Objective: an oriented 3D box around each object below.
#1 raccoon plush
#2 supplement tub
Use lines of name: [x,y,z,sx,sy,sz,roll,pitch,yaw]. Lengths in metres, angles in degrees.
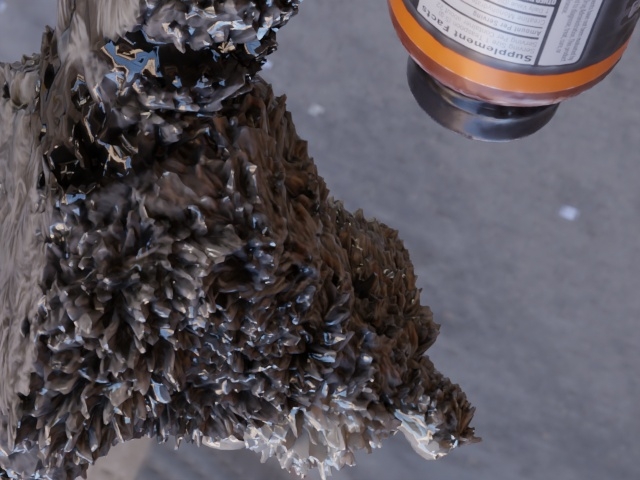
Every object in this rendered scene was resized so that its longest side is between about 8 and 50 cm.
raccoon plush: [0.000,0.000,0.764,0.299,0.216,0.446,4,159,-26]
supplement tub: [0.084,-0.125,0.609,0.106,0.106,0.198,21,146,6]
